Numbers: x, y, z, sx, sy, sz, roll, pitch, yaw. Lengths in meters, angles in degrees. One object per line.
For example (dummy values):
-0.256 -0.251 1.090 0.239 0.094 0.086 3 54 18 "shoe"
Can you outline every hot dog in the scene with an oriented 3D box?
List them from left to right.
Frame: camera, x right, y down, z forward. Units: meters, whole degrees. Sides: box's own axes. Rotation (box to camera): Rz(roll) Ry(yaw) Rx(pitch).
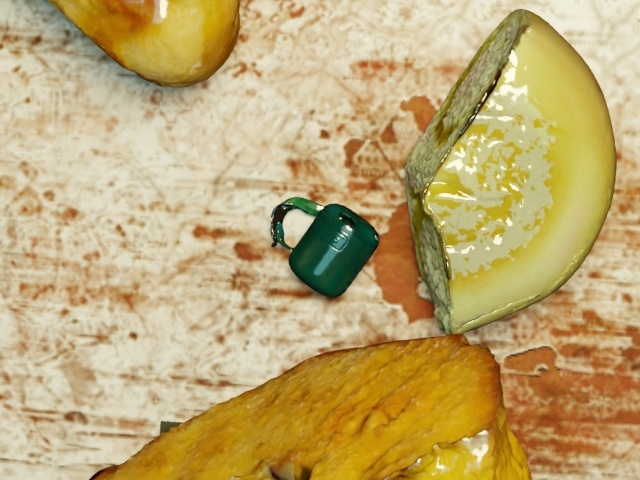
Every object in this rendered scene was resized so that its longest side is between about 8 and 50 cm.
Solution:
-0.198 -0.322 0.970 0.405 0.185 0.223 41 99 2 "hot dog"

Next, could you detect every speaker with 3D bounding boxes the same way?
0.001 0.000 1.047 0.094 0.060 0.075 42 99 37 "speaker"

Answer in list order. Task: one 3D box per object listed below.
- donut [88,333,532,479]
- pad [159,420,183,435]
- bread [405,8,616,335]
-0.031 0.241 0.915 0.435 0.377 0.163 -30 105 3 "donut"
-0.060 0.237 1.091 0.190 0.004 0.127 4 95 6 "pad"
0.158 -0.044 0.981 0.156 0.158 0.260 30 96 -7 "bread"
